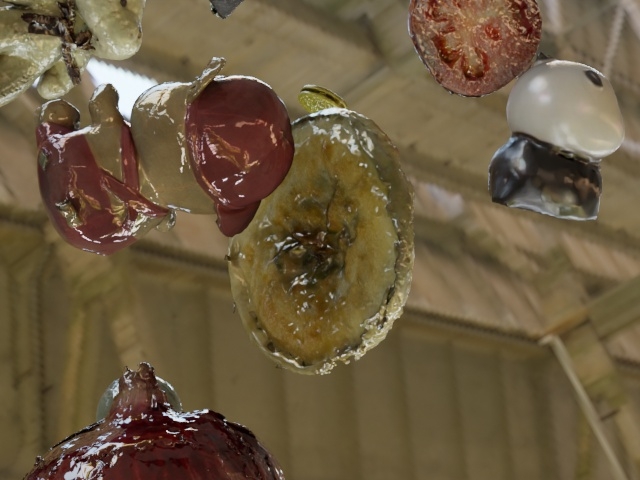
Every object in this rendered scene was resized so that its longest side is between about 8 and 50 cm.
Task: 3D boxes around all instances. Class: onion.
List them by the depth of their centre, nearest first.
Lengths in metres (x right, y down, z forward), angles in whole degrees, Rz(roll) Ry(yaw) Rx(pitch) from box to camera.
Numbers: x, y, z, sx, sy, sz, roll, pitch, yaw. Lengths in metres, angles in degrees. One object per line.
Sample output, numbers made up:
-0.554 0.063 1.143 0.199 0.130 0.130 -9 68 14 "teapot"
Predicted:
-0.145 0.217 1.328 0.252 0.252 0.219 5 -98 -56 "onion"

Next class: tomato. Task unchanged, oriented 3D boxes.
0.225 -0.329 2.312 0.225 0.225 0.085 45 170 -20 "tomato"

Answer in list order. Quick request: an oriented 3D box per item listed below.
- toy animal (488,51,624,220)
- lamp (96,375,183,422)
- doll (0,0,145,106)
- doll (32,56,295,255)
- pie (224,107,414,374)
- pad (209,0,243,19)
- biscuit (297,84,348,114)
0.355 -0.153 2.254 0.165 0.235 0.187 11 -172 -45 "toy animal"
-0.212 0.206 1.765 0.105 0.105 0.105 38 -147 -31 "lamp"
-0.331 -0.258 1.875 0.278 0.175 0.149 -35 -106 -19 "doll"
-0.146 -0.080 1.475 0.196 0.256 0.152 47 -150 -63 "doll"
0.000 0.000 1.518 0.055 0.274 0.274 13 -130 -43 "pie"
-0.165 -0.367 1.657 0.265 0.009 0.159 58 -163 -11 "pad"
0.004 -0.220 2.420 0.084 0.084 0.023 35 -109 -34 "biscuit"
